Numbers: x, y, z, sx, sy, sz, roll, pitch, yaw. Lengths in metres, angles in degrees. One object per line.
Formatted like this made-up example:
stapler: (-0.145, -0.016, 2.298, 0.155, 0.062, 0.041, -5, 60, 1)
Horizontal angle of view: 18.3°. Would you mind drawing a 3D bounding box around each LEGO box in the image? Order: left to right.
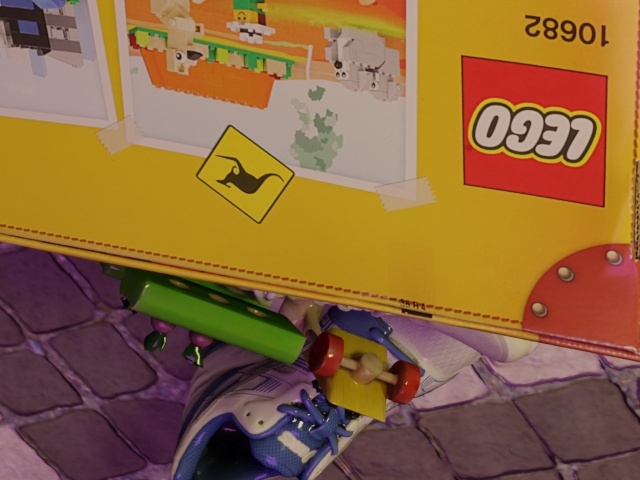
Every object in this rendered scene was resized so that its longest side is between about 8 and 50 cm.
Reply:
LEGO box: (-0.049, -0.181, 0.963, 0.500, 0.193, 0.372, 10, 125, 20)

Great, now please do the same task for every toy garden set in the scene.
toy garden set: (-0.063, 0.043, 1.282, 0.203, 0.244, 0.049, 21, 99, -24)

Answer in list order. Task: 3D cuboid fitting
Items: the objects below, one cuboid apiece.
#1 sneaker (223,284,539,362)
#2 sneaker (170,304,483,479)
sneaker: (0.000, 0.000, 1.200, 0.292, 0.118, 0.110, 33, 160, -1)
sneaker: (0.012, 0.109, 1.384, 0.112, 0.131, 0.296, 41, 132, -20)
